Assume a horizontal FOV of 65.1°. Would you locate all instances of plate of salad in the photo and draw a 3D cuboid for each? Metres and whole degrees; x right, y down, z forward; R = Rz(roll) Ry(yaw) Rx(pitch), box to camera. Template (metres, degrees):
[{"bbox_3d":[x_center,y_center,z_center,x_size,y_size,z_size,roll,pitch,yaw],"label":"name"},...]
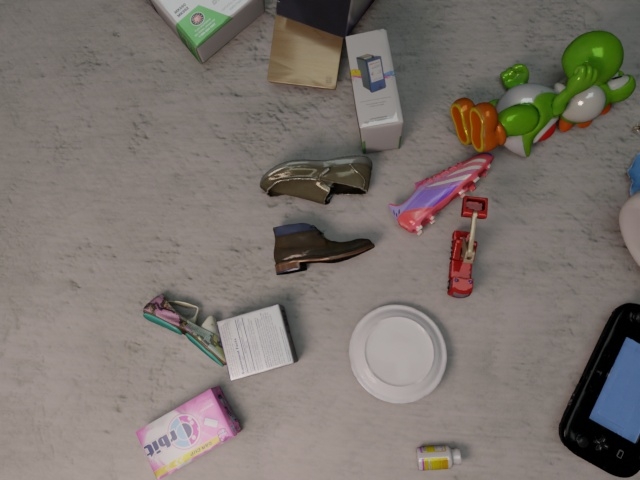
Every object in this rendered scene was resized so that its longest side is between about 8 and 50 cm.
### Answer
[{"bbox_3d":[0.158,0.231,1.031,0.200,0.048,0.199,0,70,1],"label":"plate of salad"}]

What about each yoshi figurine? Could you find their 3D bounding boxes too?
[{"bbox_3d":[0.466,-0.319,1.035,0.362,0.203,0.203,-18,72,-1],"label":"yoshi figurine"}]

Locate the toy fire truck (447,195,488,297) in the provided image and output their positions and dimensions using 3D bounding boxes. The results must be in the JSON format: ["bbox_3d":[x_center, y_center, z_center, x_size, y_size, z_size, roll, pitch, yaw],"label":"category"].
[{"bbox_3d":[0.295,0.018,1.012,0.047,0.135,0.192,7,80,7],"label":"toy fire truck"}]

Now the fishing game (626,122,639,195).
[{"bbox_3d":[0.741,-0.126,1.046,0.189,0.041,0.264,-1,79,3],"label":"fishing game"}]

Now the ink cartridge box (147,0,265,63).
[{"bbox_3d":[-0.301,-0.601,1.160,0.211,0.121,0.289,-42,94,-2],"label":"ink cartridge box"}]

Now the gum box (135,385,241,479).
[{"bbox_3d":[-0.265,0.391,1.032,0.188,0.062,0.107,-30,78,0],"label":"gum box"}]

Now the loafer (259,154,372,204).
[{"bbox_3d":[-0.007,-0.124,1.089,0.251,0.094,0.087,-9,74,4],"label":"loafer"}]

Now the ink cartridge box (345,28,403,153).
[{"bbox_3d":[0.116,-0.316,1.083,0.093,0.154,0.212,-7,80,6],"label":"ink cartridge box"}]

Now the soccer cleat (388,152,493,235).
[{"bbox_3d":[0.260,-0.117,1.073,0.248,0.083,0.095,-42,74,0],"label":"soccer cleat"}]

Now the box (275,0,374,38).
[{"bbox_3d":[0.054,-0.642,1.036,0.183,0.294,0.296,24,57,8],"label":"box"}]

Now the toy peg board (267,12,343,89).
[{"bbox_3d":[-0.028,-0.436,1.171,0.161,0.079,0.160,9,96,7],"label":"toy peg board"}]

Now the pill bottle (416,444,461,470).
[{"bbox_3d":[0.232,0.428,0.987,0.083,0.043,0.043,-5,79,5],"label":"pill bottle"}]

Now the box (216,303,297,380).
[{"bbox_3d":[-0.131,0.213,1.048,0.137,0.072,0.126,-16,79,2],"label":"box"}]

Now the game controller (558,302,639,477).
[{"bbox_3d":[0.592,0.286,0.968,0.167,0.067,0.319,28,84,10],"label":"game controller"}]

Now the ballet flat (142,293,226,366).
[{"bbox_3d":[-0.275,0.182,1.075,0.222,0.077,0.079,29,64,10],"label":"ballet flat"}]

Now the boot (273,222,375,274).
[{"bbox_3d":[0.000,0.000,1.072,0.219,0.082,0.106,-14,81,5],"label":"boot"}]

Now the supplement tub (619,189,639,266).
[{"bbox_3d":[0.757,-0.052,0.910,0.316,0.228,0.228,-28,78,3],"label":"supplement tub"}]
